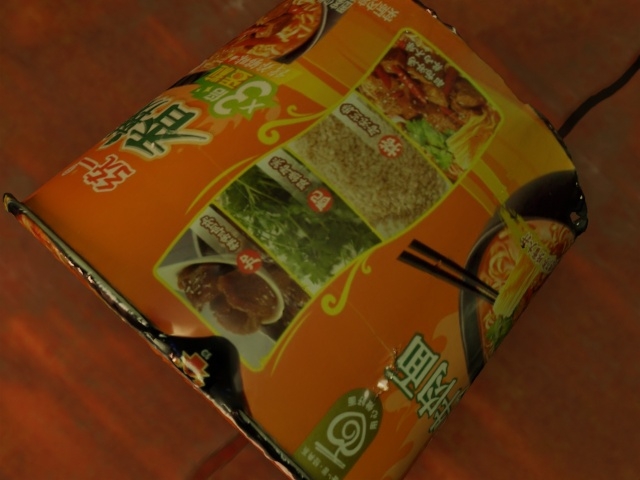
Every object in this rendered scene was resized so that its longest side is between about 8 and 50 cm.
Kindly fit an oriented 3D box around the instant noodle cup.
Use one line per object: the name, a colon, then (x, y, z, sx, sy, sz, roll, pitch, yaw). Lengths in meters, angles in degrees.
instant noodle cup: (0.000, 0.000, 0.618, 0.230, 0.230, 0.182, 45, 82, 1)
